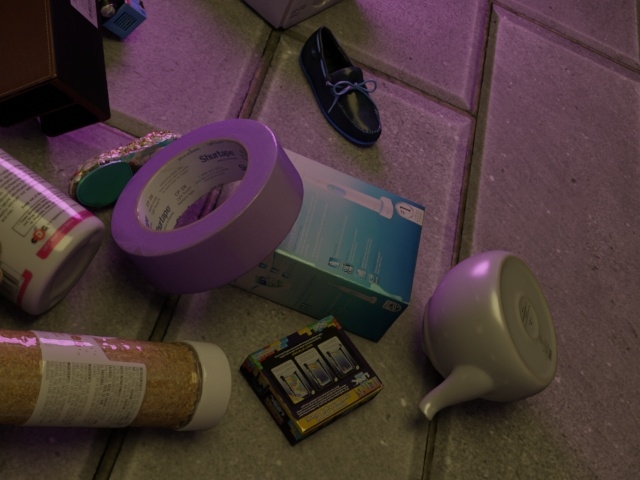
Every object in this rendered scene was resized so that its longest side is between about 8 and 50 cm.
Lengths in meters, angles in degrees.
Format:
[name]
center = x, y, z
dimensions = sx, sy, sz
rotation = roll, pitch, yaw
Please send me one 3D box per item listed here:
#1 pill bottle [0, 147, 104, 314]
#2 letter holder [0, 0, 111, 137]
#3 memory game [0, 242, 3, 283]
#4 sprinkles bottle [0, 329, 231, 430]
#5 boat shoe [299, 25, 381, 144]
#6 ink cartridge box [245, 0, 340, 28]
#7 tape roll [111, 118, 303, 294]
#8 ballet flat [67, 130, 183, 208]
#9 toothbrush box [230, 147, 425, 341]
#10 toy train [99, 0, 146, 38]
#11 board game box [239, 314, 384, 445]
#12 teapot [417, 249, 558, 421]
[pill bottle]
center = -0.454, -0.040, 1.323
dimensions = 0.283, 0.160, 0.160
rotation = 36, 46, 2
[letter holder]
center = -0.475, -0.320, 1.528
dimensions = 0.152, 0.215, 0.301
rotation = 40, 37, -64
[memory game]
center = -0.495, 0.019, 1.254
dimensions = 0.186, 0.186, 0.012
rotation = 35, 18, 2
[sprinkles bottle]
center = -0.287, 0.176, 1.210
dimensions = 0.356, 0.121, 0.121
rotation = 9, 49, -38
[boat shoe]
center = 0.036, -0.296, 1.829
dimensions = 0.109, 0.089, 0.258
rotation = -20, 65, -37
[ink cartridge box]
center = -0.114, -0.646, 1.984
dimensions = 0.385, 0.160, 0.279
rotation = 42, 47, 9
[tape roll]
center = -0.166, -0.053, 1.412
dimensions = 0.090, 0.275, 0.274
rotation = 57, 33, -37
[ballet flat]
center = -0.311, -0.113, 1.524
dimensions = 0.077, 0.091, 0.241
rotation = 23, 33, 34
[toothbrush box]
center = 0.000, 0.000, 1.547
dimensions = 0.296, 0.126, 0.216
rotation = 22, 49, -11
[toy train]
center = -0.379, -0.451, 1.738
dimensions = 0.105, 0.080, 0.184
rotation = 33, 27, -47
[board game box]
center = -0.011, 0.203, 1.433
dimensions = 0.170, 0.048, 0.141
rotation = -22, 69, -38
[teapot]
center = 0.247, 0.142, 1.532
dimensions = 0.256, 0.187, 0.252
rotation = 8, 66, -55
